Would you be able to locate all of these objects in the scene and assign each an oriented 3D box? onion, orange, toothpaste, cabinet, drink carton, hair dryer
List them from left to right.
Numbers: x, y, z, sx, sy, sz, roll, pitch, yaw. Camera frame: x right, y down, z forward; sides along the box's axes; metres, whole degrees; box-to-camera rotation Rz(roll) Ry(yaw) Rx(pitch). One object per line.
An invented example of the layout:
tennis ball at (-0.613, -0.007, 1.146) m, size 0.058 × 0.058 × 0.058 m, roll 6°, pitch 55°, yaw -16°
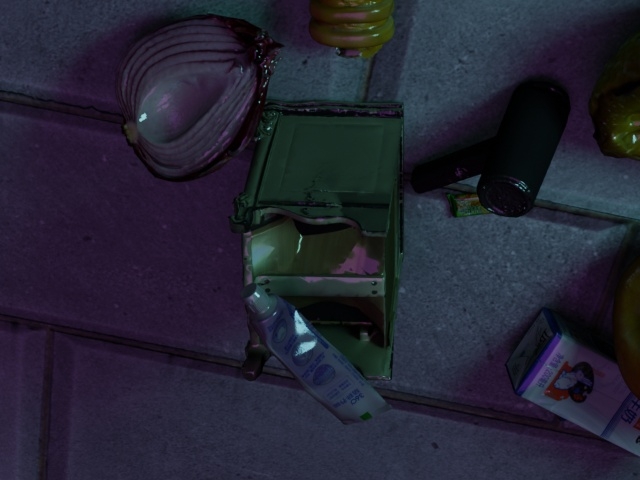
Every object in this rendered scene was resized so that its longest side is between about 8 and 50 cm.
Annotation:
onion at (-0.148, -0.211, 1.911) m, size 0.283 × 0.120 × 0.227 m, roll -24°, pitch 81°, yaw 28°
toothpaste at (-0.012, 0.160, 1.844) m, size 0.075 × 0.048 × 0.301 m, roll -41°, pitch 123°, yaw -1°
cabinet at (0.000, 0.000, 1.949) m, size 0.227 × 0.318 × 0.290 m, roll 2°, pitch 127°, yaw 6°
hair dryer at (0.231, -0.110, 1.950) m, size 0.251 × 0.197 × 0.089 m, roll -17°, pitch 128°, yaw 45°
drink carton at (0.465, 0.244, 2.175) m, size 0.315 × 0.106 × 0.130 m, roll 28°, pitch 109°, yaw -12°
orange at (0.545, -0.208, 1.773) m, size 0.368 × 0.210 × 0.271 m, roll 10°, pitch 163°, yaw 31°

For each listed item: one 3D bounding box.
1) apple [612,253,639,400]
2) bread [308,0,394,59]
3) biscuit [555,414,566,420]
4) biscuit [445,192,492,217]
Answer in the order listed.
apple at (0.559, 0.127, 1.990) m, size 0.301 × 0.301 × 0.301 m, roll 4°, pitch 126°, yaw 5°
bread at (0.042, -0.335, 1.848) m, size 0.119 × 0.084 × 0.177 m, roll 2°, pitch 122°, yaw 6°
biscuit at (0.424, 0.256, 2.261) m, size 0.119 × 0.019 × 0.130 m, roll 12°, pitch 127°, yaw -1°
biscuit at (0.239, -0.056, 2.061) m, size 0.089 × 0.016 × 0.046 m, roll -6°, pitch 124°, yaw 12°
